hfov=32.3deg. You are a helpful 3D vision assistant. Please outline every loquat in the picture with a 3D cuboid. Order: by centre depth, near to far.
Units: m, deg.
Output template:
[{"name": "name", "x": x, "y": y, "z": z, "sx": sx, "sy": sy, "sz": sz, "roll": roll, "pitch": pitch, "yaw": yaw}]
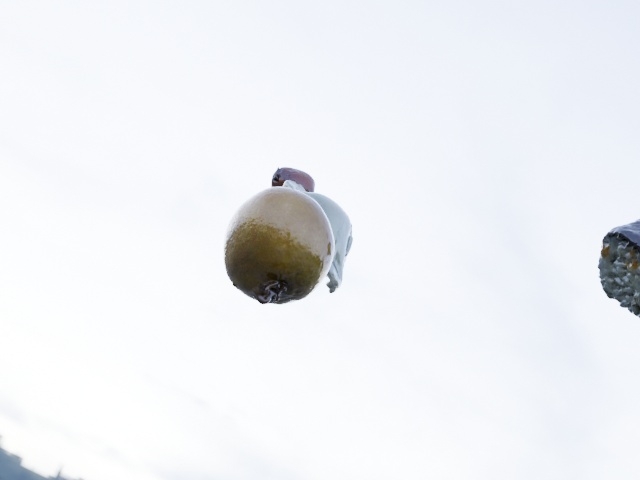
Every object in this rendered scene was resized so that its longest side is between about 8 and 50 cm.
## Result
[{"name": "loquat", "x": -0.053, "y": 0.009, "z": 1.395, "sx": 0.163, "sy": 0.163, "sz": 0.137, "roll": 0, "pitch": -21, "yaw": 44}]

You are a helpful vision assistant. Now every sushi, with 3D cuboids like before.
[{"name": "sushi", "x": 0.544, "y": 0.062, "z": 1.741, "sx": 0.225, "sy": 0.126, "sz": 0.136, "roll": 55, "pitch": -36, "yaw": 41}]

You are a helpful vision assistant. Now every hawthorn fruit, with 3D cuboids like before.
[{"name": "hawthorn fruit", "x": -0.059, "y": -0.109, "z": 2.175, "sx": 0.093, "sy": 0.081, "sz": 0.081, "roll": 41, "pitch": -28, "yaw": -30}]

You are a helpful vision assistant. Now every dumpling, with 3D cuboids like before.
[{"name": "dumpling", "x": 0.000, "y": 0.000, "z": 1.839, "sx": 0.124, "sy": 0.229, "sz": 0.151, "roll": -26, "pitch": -43, "yaw": 12}]
